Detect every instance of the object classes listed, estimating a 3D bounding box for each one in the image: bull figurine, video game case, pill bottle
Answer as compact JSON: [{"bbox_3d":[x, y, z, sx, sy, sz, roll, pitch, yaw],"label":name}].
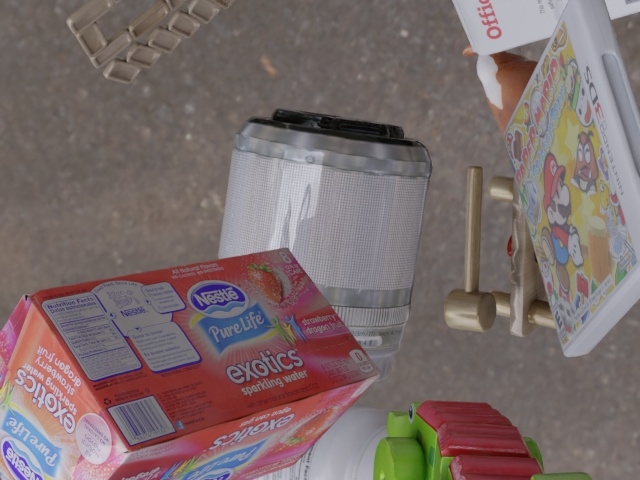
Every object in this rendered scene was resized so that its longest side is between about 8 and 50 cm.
[{"bbox_3d":[0.310,-0.179,1.886,0.188,0.310,0.101,10,144,-29],"label":"bull figurine"},{"bbox_3d":[0.197,-0.042,1.020,0.026,0.206,0.227,-9,159,-9],"label":"video game case"},{"bbox_3d":[0.011,0.275,1.652,0.283,0.160,0.160,6,141,43],"label":"pill bottle"}]

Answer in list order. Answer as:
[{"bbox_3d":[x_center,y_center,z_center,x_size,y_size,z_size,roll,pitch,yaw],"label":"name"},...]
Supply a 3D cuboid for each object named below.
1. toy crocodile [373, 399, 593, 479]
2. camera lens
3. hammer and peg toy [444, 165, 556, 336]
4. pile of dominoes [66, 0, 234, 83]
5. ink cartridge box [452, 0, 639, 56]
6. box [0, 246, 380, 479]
[{"bbox_3d":[0.105,0.162,0.901,0.115,0.105,0.340,4,-172,-6],"label":"toy crocodile"},{"bbox_3d":[0.000,0.000,1.481,0.219,0.274,0.219,8,-174,-1],"label":"camera lens"},{"bbox_3d":[0.326,0.000,1.989,0.127,0.361,0.266,12,113,34],"label":"hammer and peg toy"},{"bbox_3d":[-0.192,-0.304,1.645,0.040,0.251,0.196,48,171,20],"label":"pile of dominoes"},{"bbox_3d":[0.281,-0.356,1.532,0.289,0.121,0.211,-14,134,16],"label":"ink cartridge box"},{"bbox_3d":[-0.117,0.119,1.099,0.154,0.300,0.142,53,124,20],"label":"box"}]
